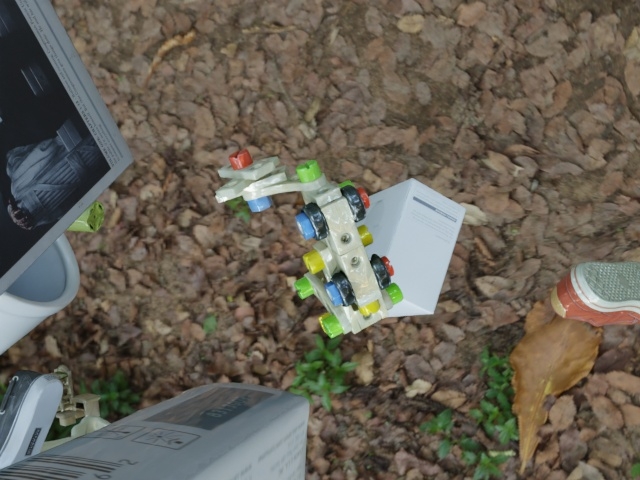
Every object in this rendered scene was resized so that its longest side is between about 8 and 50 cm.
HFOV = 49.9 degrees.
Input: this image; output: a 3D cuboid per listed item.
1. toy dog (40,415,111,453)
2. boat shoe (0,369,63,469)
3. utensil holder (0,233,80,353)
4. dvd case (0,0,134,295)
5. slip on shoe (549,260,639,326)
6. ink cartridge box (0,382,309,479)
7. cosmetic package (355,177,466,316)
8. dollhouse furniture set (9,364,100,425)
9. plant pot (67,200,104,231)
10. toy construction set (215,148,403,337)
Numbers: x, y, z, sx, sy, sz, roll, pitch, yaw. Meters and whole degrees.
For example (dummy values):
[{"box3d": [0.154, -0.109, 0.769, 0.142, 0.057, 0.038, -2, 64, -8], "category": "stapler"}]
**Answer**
[{"box3d": [-0.516, 0.566, 1.221, 0.395, 0.284, 0.408, 51, 117, 20], "category": "toy dog"}, {"box3d": [-0.439, 0.286, 0.947, 0.076, 0.080, 0.228, 17, 78, 16], "category": "boat shoe"}, {"box3d": [-0.696, 0.099, 1.254, 0.385, 0.327, 0.327, -38, 74, 13], "category": "utensil holder"}, {"box3d": [-0.215, -0.059, 0.393, 0.030, 0.238, 0.179, -5, 125, 25], "category": "dvd case"}, {"box3d": [0.544, 0.106, 1.269, 0.101, 0.331, 0.123, -42, 52, 42], "category": "slip on shoe"}, {"box3d": [-0.097, 0.285, 0.320, 0.091, 0.308, 0.385, 4, 90, 16], "category": "ink cartridge box"}, {"box3d": [0.146, 0.026, 1.365, 0.224, 0.138, 0.224, -18, 47, 65], "category": "cosmetic package"}, {"box3d": [-0.580, 0.331, 1.422, 0.161, 0.182, 0.101, -3, 94, 39], "category": "dollhouse furniture set"}, {"box3d": [-0.401, -0.045, 1.126, 0.079, 0.083, 0.083, 13, 97, 12], "category": "plant pot"}, {"box3d": [0.000, 0.000, 0.955, 0.151, 0.215, 0.327, -40, 114, -5], "category": "toy construction set"}]
